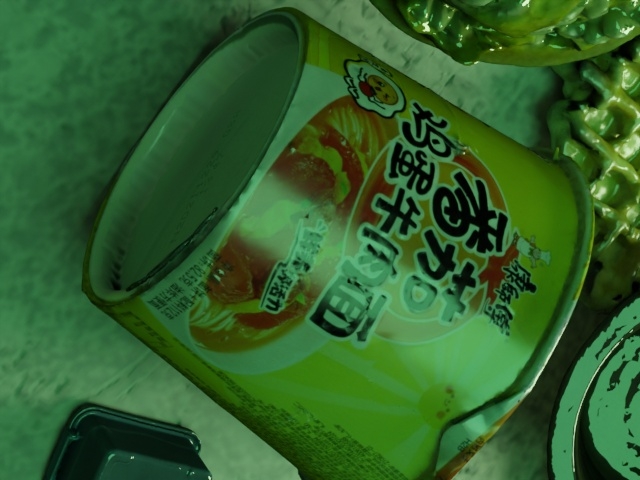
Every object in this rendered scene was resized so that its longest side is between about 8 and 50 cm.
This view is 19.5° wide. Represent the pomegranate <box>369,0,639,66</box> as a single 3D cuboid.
[{"bbox_3d":[0.145,-0.242,1.041,0.340,0.260,0.260,-26,121,12],"label":"pomegranate"}]

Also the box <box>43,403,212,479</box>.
[{"bbox_3d":[-0.120,0.155,1.189,0.099,0.054,0.074,18,103,-31],"label":"box"}]

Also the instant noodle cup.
[{"bbox_3d":[0.000,0.000,1.088,0.200,0.264,0.264,36,92,-22],"label":"instant noodle cup"}]

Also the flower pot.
[{"bbox_3d":[0.254,0.125,1.256,0.235,0.148,0.235,-1,96,-6],"label":"flower pot"}]

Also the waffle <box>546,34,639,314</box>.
[{"bbox_3d":[0.246,-0.066,1.281,0.223,0.054,0.204,-14,113,-20],"label":"waffle"}]

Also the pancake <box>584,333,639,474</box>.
[{"bbox_3d":[0.330,0.160,1.404,0.356,0.065,0.356,-8,110,-24],"label":"pancake"}]
